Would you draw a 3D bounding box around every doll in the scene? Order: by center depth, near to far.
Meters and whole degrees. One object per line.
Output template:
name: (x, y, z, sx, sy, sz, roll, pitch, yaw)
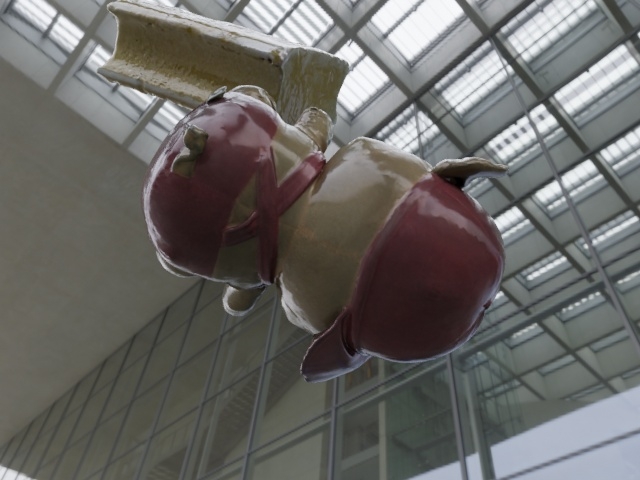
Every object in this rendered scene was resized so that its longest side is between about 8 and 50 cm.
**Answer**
doll: (0.001, -0.002, 0.404, 0.255, 0.152, 0.196, 25, -52, 7)

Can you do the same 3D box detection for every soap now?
soap: (-0.154, -0.290, 0.934, 0.335, 0.293, 0.156, 23, -72, 18)
